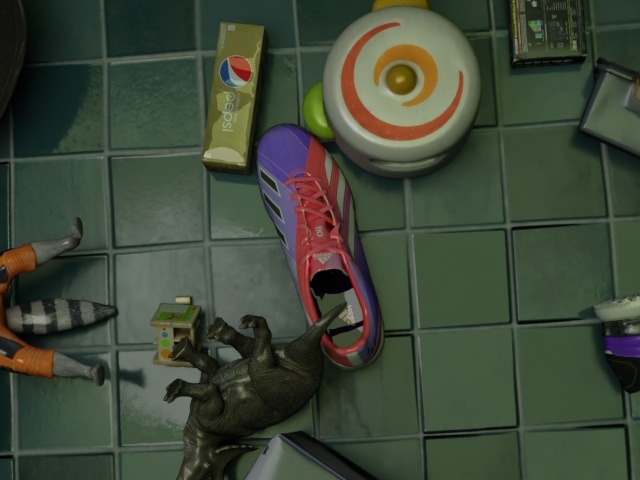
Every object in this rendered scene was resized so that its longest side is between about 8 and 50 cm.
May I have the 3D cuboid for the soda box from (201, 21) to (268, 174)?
[{"bbox_3d":[-0.106,-0.176,1.534,0.058,0.061,0.181,6,83,4],"label":"soda box"}]

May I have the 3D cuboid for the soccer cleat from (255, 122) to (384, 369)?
[{"bbox_3d":[0.000,0.000,1.475,0.109,0.116,0.318,-18,82,1],"label":"soccer cleat"}]

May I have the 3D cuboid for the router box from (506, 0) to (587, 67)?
[{"bbox_3d":[0.281,-0.280,1.534,0.092,0.038,0.122,-2,82,3],"label":"router box"}]

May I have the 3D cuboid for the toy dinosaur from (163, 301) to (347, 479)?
[{"bbox_3d":[-0.078,0.167,1.435,0.313,0.121,0.160,-41,117,9],"label":"toy dinosaur"}]

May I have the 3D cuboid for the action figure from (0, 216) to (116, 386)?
[{"bbox_3d":[-0.416,0.153,1.465,0.330,0.178,0.341,-12,88,6],"label":"action figure"}]

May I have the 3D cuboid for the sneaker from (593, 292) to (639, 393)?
[{"bbox_3d":[0.479,0.118,1.442,0.293,0.102,0.146,-10,86,7],"label":"sneaker"}]

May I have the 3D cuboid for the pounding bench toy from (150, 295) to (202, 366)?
[{"bbox_3d":[-0.173,0.112,1.507,0.052,0.083,0.065,3,114,7],"label":"pounding bench toy"}]

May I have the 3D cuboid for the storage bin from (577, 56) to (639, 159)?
[{"bbox_3d":[0.381,-0.153,1.488,0.135,0.098,0.091,24,95,7],"label":"storage bin"}]

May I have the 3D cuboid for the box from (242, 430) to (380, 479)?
[{"bbox_3d":[0.040,0.357,1.334,0.296,0.294,0.182,33,86,7],"label":"box"}]

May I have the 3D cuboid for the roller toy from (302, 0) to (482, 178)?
[{"bbox_3d":[0.099,-0.180,1.478,0.191,0.146,0.209,39,86,8],"label":"roller toy"}]

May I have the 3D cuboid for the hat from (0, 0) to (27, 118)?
[{"bbox_3d":[-0.480,-0.257,1.536,0.331,0.134,0.331,2,96,16],"label":"hat"}]
